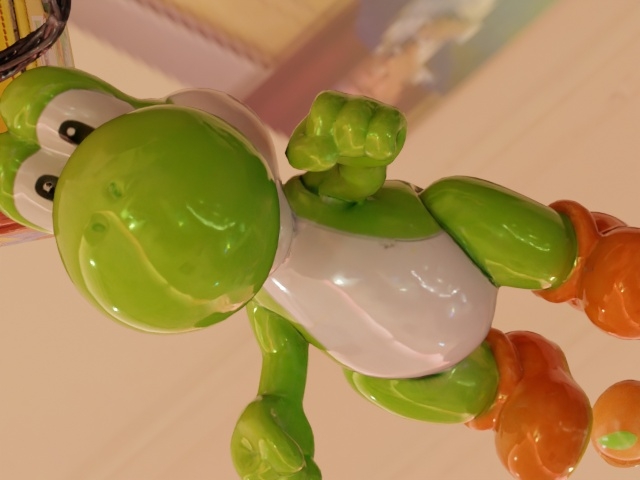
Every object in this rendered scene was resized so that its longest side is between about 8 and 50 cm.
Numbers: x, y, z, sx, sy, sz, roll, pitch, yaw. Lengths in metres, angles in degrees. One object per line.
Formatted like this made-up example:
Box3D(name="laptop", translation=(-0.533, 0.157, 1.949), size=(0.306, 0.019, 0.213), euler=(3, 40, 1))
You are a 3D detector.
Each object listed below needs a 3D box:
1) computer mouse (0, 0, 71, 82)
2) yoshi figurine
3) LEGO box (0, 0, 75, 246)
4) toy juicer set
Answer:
Box3D(name="computer mouse", translation=(-0.097, -0.151, 0.793), size=(0.071, 0.242, 0.041), euler=(40, -169, 6))
Box3D(name="yoshi figurine", translation=(0.001, 0.018, 1.000), size=(0.362, 0.203, 0.203), euler=(19, -116, -18))
Box3D(name="LEGO box", translation=(-0.397, -0.222, 1.442), size=(0.193, 0.372, 0.500), euler=(8, -108, -87))
Box3D(name="toy juicer set", translation=(0.318, 0.087, 1.489), size=(0.089, 0.209, 0.329), euler=(43, -147, 16))
